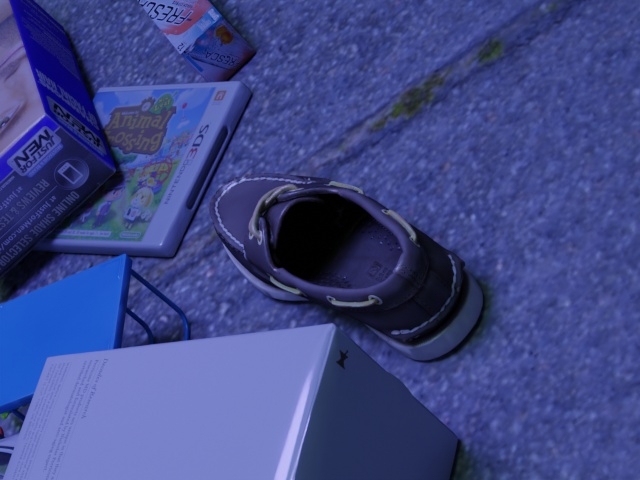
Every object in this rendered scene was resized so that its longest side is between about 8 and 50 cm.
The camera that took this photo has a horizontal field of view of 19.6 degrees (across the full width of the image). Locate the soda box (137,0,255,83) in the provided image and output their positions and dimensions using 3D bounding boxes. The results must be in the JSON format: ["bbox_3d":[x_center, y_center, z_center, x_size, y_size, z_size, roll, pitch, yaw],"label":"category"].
[{"bbox_3d":[-0.136,-0.228,1.890,0.058,0.063,0.183,-43,39,3],"label":"soda box"}]

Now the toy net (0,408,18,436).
[{"bbox_3d":[-0.359,0.208,1.741,0.122,0.045,0.232,33,84,36],"label":"toy net"}]

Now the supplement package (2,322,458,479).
[{"bbox_3d":[-0.076,0.190,1.393,0.293,0.177,0.175,-9,51,37],"label":"supplement package"}]

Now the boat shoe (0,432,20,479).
[{"bbox_3d":[-0.305,0.225,1.583,0.301,0.108,0.102,4,30,35],"label":"boat shoe"}]

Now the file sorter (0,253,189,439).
[{"bbox_3d":[-0.214,0.111,1.640,0.170,0.104,0.118,-21,45,27],"label":"file sorter"}]

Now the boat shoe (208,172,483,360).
[{"bbox_3d":[0.000,0.000,1.550,0.116,0.097,0.324,-52,40,-7],"label":"boat shoe"}]

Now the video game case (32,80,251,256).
[{"bbox_3d":[-0.185,-0.072,1.833,0.212,0.023,0.193,2,59,43],"label":"video game case"}]

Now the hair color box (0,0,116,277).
[{"bbox_3d":[-0.339,-0.121,1.923,0.185,0.110,0.339,-42,36,10],"label":"hair color box"}]
